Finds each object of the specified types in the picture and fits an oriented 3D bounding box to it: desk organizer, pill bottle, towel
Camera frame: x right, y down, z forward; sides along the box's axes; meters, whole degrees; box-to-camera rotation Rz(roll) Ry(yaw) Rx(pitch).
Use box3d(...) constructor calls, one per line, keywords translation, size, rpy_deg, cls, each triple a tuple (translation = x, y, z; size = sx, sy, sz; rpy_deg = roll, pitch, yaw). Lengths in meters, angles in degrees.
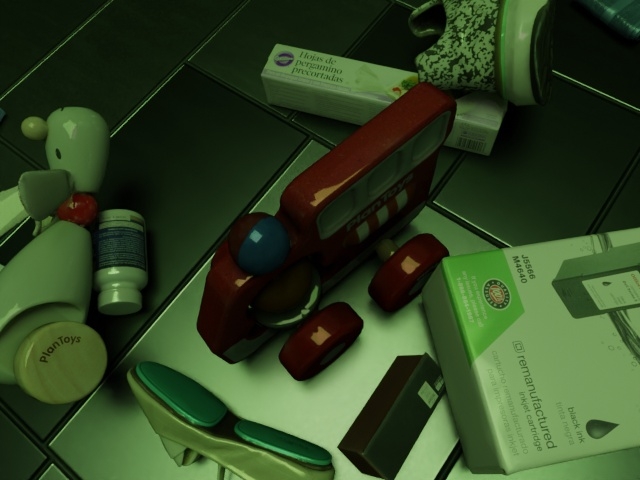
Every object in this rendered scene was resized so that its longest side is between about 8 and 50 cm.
box3d(translation=(0.079, 0.182, 0.552), size=(0.047, 0.050, 0.130), rpy_deg=(49, 59, -12), cls="desk organizer")
box3d(translation=(-0.248, 0.027, 0.642), size=(0.067, 0.067, 0.120), rpy_deg=(-12, 66, 0), cls="pill bottle")
box3d(translation=(0.431, -0.338, 0.759), size=(0.067, 0.029, 0.119), rpy_deg=(-35, 69, -10), cls="towel")

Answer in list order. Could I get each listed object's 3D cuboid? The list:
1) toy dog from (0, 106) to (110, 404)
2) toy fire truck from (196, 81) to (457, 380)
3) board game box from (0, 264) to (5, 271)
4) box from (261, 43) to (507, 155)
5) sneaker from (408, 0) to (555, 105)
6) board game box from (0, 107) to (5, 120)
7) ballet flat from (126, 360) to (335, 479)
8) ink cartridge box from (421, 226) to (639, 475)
box3d(translation=(-0.327, 0.014, 0.559), size=(0.220, 0.161, 0.333), rpy_deg=(-32, 60, 35), cls="toy dog")
box3d(translation=(0.000, 0.000, 0.529), size=(0.302, 0.254, 0.169), rpy_deg=(-37, 68, -11), cls="toy fire truck")
box3d(translation=(-0.464, 0.088, 0.658), size=(0.104, 0.026, 0.154), rpy_deg=(24, 71, 14), cls="board game box")
box3d(translation=(0.082, -0.193, 0.708), size=(0.324, 0.067, 0.063), rpy_deg=(16, 68, 13), cls="box")
box3d(translation=(0.209, -0.334, 0.696), size=(0.182, 0.158, 0.410), rpy_deg=(0, 49, 20), cls="sneaker")
box3d(translation=(-0.581, -0.121, 0.754), size=(0.160, 0.039, 0.211), rpy_deg=(11, 67, 10), cls="board game box")
box3d(translation=(-0.108, 0.214, 0.547), size=(0.249, 0.086, 0.086), rpy_deg=(23, 71, 14), cls="ballet flat")
box3d(translation=(0.265, 0.103, 0.522), size=(0.273, 0.114, 0.198), rpy_deg=(-9, 66, -5), cls="ink cartridge box")
